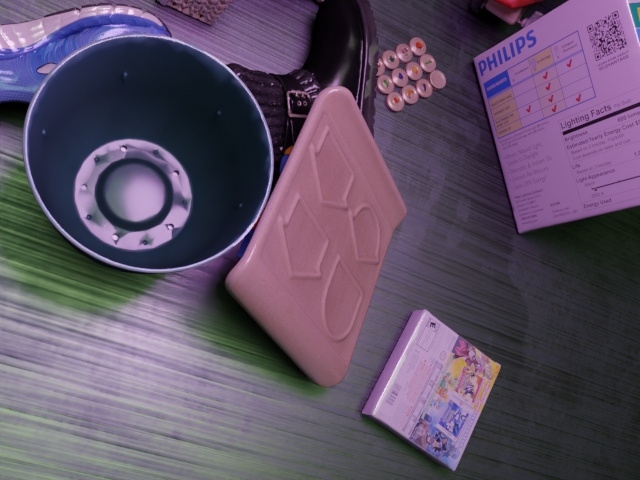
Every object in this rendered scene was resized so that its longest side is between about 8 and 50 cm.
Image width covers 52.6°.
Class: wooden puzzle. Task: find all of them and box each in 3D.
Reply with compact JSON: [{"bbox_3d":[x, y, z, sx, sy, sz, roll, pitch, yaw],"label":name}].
[{"bbox_3d":[0.000,0.000,0.973,0.322,0.080,0.348,56,51,-45],"label":"wooden puzzle"}]

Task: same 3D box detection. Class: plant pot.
[{"bbox_3d":[-0.238,-0.087,0.872,0.292,0.235,0.293,4,78,-22],"label":"plant pot"}]

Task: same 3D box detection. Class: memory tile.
[{"bbox_3d":[0.162,-0.312,1.213,0.148,0.012,0.113,-31,94,-26],"label":"memory tile"}]

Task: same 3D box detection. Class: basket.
[{"bbox_3d":[-0.174,-0.427,1.004,0.103,0.167,0.114,22,73,-25],"label":"basket"}]

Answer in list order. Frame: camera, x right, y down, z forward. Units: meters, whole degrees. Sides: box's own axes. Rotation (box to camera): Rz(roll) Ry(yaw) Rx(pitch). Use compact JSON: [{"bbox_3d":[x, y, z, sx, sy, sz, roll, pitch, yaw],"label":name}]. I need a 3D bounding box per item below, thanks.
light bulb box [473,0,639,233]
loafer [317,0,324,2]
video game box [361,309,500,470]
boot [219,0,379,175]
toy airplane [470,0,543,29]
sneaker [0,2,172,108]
[{"bbox_3d":[0.507,-0.231,1.162,0.225,0.358,0.362,-12,87,-27],"label":"light bulb box"},{"bbox_3d":[0.012,-0.480,1.168,0.045,0.039,0.125,37,67,-50],"label":"loafer"},{"bbox_3d":[0.194,0.253,1.108,0.187,0.048,0.205,36,69,-12],"label":"video game box"},{"bbox_3d":[-0.045,-0.263,1.047,0.260,0.131,0.348,4,80,-23],"label":"boot"},{"bbox_3d":[0.470,-0.602,1.254,0.385,0.272,0.385,-3,60,-9],"label":"toy airplane"},{"bbox_3d":[-0.366,-0.240,0.922,0.329,0.129,0.147,-23,105,-22],"label":"sneaker"}]
